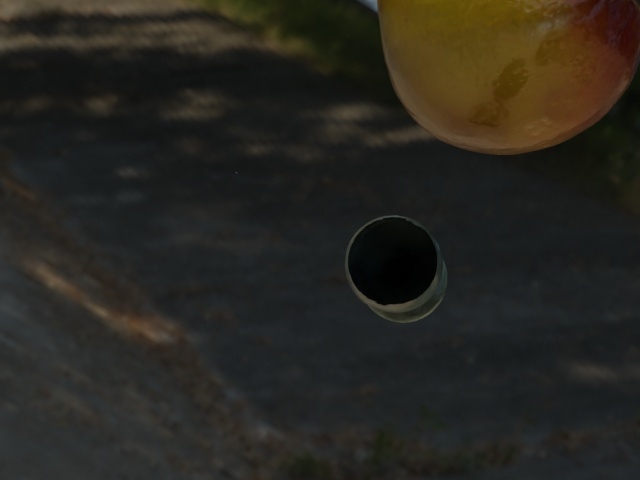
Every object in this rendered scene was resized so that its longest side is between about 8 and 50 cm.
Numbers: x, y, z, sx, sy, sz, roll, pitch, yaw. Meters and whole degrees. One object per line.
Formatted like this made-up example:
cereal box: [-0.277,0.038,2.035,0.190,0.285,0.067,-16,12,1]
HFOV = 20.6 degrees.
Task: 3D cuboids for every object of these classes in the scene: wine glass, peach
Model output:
wine glass: [0.000,0.000,1.781,0.264,0.096,0.309,22,-2,6]
peach: [0.222,-0.231,1.996,0.308,0.289,0.289,10,-6,25]
